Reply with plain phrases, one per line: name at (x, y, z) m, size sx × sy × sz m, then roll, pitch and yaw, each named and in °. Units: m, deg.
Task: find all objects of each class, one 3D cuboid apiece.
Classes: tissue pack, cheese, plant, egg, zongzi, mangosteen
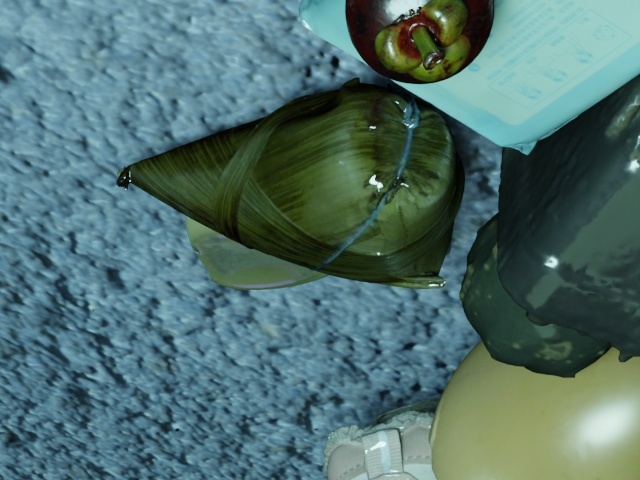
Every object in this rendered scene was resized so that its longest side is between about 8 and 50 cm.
tissue pack at (0.133, -0.169, 1.042) m, size 0.177 × 0.089 × 0.263 m, roll 28°, pitch 140°, yaw -22°
cheese at (0.000, 0.000, 1.367) m, size 0.192 × 0.037 × 0.097 m, roll -1°, pitch 144°, yaw 19°
plant at (0.188, -0.013, 1.185) m, size 0.142 × 0.164 × 0.256 m, roll 22°, pitch 136°, yaw -15°
egg at (0.199, 0.132, 1.347) m, size 0.201 × 0.201 × 0.244 m, roll 29°, pitch 134°, yaw -23°
zongzi at (-0.027, -0.051, 1.211) m, size 0.242 × 0.112 × 0.221 m, roll 13°, pitch 166°, yaw 5°
mangosteen at (0.050, -0.120, 0.996) m, size 0.081 × 0.081 × 0.081 m, roll 9°, pitch 145°, yaw 6°

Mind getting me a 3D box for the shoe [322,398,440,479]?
shoe at (0.111, 0.226, 1.542) m, size 0.172 × 0.198 × 0.351 m, roll -13°, pitch 175°, yaw 9°
